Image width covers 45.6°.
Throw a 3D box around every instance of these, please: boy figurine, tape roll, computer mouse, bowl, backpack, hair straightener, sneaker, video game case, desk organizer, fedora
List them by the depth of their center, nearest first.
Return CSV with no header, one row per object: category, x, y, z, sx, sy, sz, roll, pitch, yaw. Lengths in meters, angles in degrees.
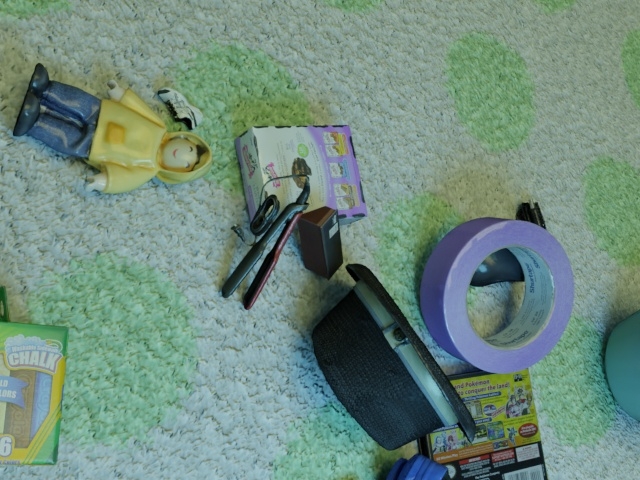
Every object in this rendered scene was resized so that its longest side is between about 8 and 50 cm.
boy figurine,-0.293,-0.143,1.108,0.285,0.092,0.177,22,64,-23
hair straightener,-0.090,-0.008,1.161,0.089,0.047,0.230,28,101,-21
fedora,0.094,0.204,1.197,0.152,0.334,0.334,-34,98,0
sneaker,-0.224,-0.208,1.202,0.083,0.032,0.037,36,61,-19
backpack,0.152,0.402,1.223,0.101,0.120,0.098,22,57,15
desk organizer,0.000,0.000,1.235,0.047,0.050,0.130,-49,149,-31
tape roll,0.322,0.097,1.381,0.274,0.090,0.275,-2,97,-21
video game case,0.293,0.363,1.382,0.274,0.035,0.248,-2,79,-32
computer mouse,0.371,0.016,1.498,0.272,0.072,0.189,-8,83,-34
bowl,0.719,0.266,1.599,0.311,0.163,0.312,8,74,-31

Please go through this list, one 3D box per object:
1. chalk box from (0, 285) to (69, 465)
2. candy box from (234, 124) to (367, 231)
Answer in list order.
chalk box,-0.394,0.165,0.937,0.132,0.132,0.213,10,74,-30
candy box,-0.031,-0.105,1.274,0.196,0.070,0.165,-6,81,-34
